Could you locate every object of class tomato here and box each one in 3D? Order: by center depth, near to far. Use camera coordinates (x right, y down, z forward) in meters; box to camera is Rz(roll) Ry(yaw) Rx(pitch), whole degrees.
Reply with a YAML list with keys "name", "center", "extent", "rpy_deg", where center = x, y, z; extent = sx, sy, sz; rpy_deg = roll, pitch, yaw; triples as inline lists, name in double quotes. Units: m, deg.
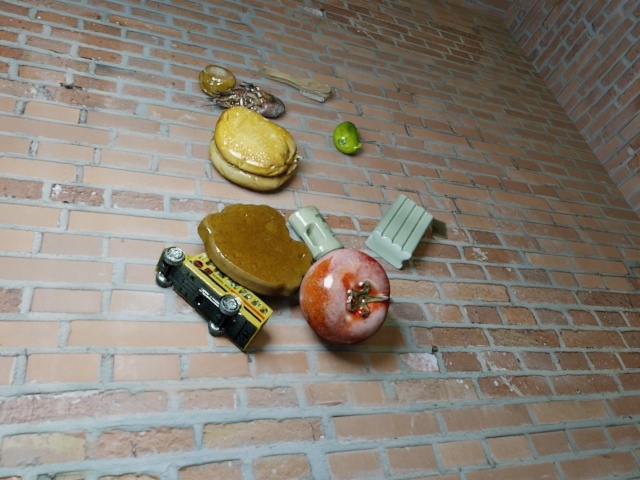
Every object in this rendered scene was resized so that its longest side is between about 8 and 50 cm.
- name: "tomato"
  center: [0.066, 0.161, 1.443]
  extent: [0.270, 0.227, 0.271]
  rpy_deg: [1, 88, -30]

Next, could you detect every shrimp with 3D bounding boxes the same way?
- name: "shrimp"
  center: [-0.284, -0.521, 1.909]
  extent: [0.342, 0.116, 0.145]
  rpy_deg: [-5, 54, -37]

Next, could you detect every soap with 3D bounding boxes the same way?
- name: "soap"
  center: [0.290, -0.038, 1.824]
  extent: [0.159, 0.088, 0.265]
  rpy_deg: [35, 46, 4]

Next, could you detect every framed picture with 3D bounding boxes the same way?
- name: "framed picture"
  center: [0.466, -0.049, 1.979]
  extent: [0.066, 0.007, 0.089]
  rpy_deg: [17, 47, -13]

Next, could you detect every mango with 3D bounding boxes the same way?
- name: "mango"
  center: [0.106, -0.418, 2.041]
  extent: [0.119, 0.100, 0.179]
  rpy_deg: [56, 29, -28]

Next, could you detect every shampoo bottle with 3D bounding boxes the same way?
- name: "shampoo bottle"
  center: [0.000, 0.000, 1.646]
  extent: [0.118, 0.087, 0.234]
  rpy_deg: [-17, 63, -39]

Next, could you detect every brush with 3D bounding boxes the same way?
- name: "brush"
  center: [-0.112, -0.671, 2.171]
  extent: [0.327, 0.065, 0.070]
  rpy_deg: [19, 53, 1]

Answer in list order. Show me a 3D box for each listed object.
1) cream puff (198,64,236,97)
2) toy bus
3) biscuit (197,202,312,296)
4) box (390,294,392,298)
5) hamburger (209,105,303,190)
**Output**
- name: "cream puff"
  center: [-0.398, -0.605, 1.932]
  extent: [0.143, 0.103, 0.126]
  rpy_deg: [19, 43, -12]
- name: "toy bus"
  center: [-0.292, 0.141, 1.362]
  extent: [0.335, 0.121, 0.123]
  rpy_deg: [40, 38, 8]
- name: "biscuit"
  center: [-0.182, 0.014, 1.506]
  extent: [0.358, 0.074, 0.381]
  rpy_deg: [35, 26, -11]
- name: "box"
  center: [0.148, 0.149, 1.642]
  extent: [0.167, 0.024, 0.090]
  rpy_deg: [46, 47, 14]
- name: "hamburger"
  center: [-0.222, -0.311, 1.733]
  extent: [0.314, 0.170, 0.290]
  rpy_deg: [27, 49, -6]
